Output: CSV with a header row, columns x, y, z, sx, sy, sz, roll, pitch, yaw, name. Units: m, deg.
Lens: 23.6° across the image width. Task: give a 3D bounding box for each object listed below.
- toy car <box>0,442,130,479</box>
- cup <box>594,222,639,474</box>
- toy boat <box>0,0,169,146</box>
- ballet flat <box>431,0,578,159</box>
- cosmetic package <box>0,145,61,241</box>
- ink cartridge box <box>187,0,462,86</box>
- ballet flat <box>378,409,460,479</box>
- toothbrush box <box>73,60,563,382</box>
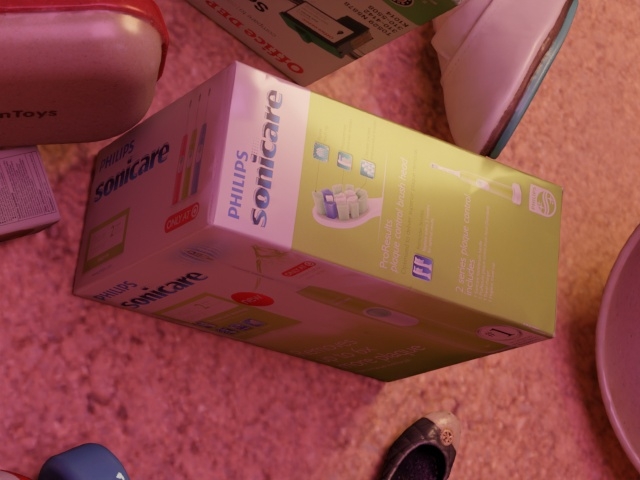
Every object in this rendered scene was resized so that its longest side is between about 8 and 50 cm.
x,y,z,sx,sy,sz,roll,pitch,yaw,name
-0.156,0.227,0.897,0.219,0.238,0.210,-20,88,-37,toy car
0.433,0.086,1.329,0.237,0.331,0.331,-8,80,-62,cup
-0.220,-0.150,1.008,0.231,0.151,0.151,-3,69,-14,toy boat
0.171,-0.224,1.345,0.139,0.139,0.400,45,52,-15,ballet flat
-0.241,-0.024,1.038,0.115,0.041,0.060,-15,85,-36,cosmetic package
0.000,-0.219,1.155,0.160,0.219,0.092,35,62,-20,ink cartridge box
0.067,0.199,1.175,0.057,0.049,0.173,47,55,-15,ballet flat
0.000,0.000,1.094,0.283,0.206,0.122,20,66,-29,toothbrush box
